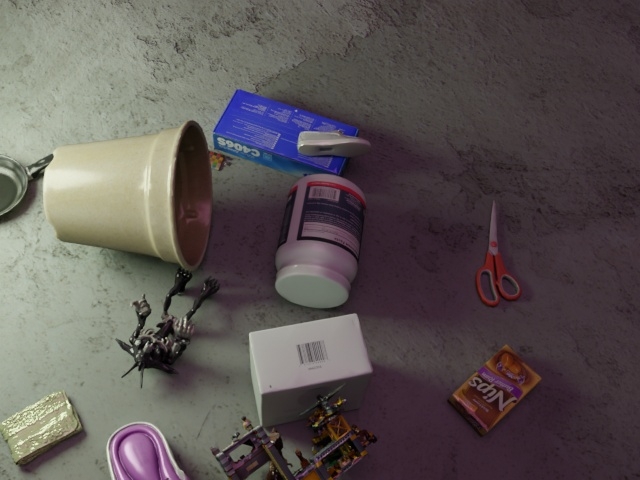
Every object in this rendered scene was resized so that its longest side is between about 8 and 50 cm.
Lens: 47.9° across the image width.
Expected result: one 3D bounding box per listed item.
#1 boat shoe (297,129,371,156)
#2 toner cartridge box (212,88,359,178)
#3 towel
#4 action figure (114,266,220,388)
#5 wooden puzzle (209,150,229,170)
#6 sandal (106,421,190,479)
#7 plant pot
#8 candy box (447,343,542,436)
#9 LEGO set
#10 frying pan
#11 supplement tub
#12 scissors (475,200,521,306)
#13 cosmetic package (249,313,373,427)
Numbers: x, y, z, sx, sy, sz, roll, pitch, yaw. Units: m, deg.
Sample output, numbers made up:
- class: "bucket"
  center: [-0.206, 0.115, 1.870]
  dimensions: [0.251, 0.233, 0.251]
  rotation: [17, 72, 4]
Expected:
- class: "boat shoe"
  center: [0.034, -0.250, 1.816]
  dimensions: [0.184, 0.066, 0.063]
  rotation: [-3, 61, 4]
- class: "toner cartridge box"
  center: [-0.090, -0.267, 1.891]
  dimensions: [0.348, 0.075, 0.165]
  rotation: [20, 62, 7]
- class: "towel"
  center: [-0.583, 0.386, 1.498]
  dimensions: [0.148, 0.027, 0.110]
  rotation: [-29, 65, -20]
- class: "action figure"
  center: [-0.341, 0.180, 1.575]
  dimensions: [0.164, 0.141, 0.275]
  rotation: [24, 58, 7]
- class: "wooden puzzle"
  center: [-0.280, -0.209, 1.880]
  dimensions: [0.083, 0.006, 0.049]
  rotation: [16, 60, 4]
- class: "sandal"
  center: [-0.305, 0.482, 1.345]
  dimensions: [0.169, 0.102, 0.416]
  rotation: [-29, 43, -25]
- class: "plant pot"
  center: [-0.429, -0.101, 1.612]
  dimensions: [0.306, 0.333, 0.333]
  rotation: [1, 60, 5]
- class: "candy box"
  center: [0.386, 0.332, 1.598]
  dimensions: [0.187, 0.053, 0.109]
  rotation: [-37, 70, -21]
- class: "LEGO set"
  center: [-0.077, 0.405, 1.401]
  dimensions: [0.331, 0.255, 0.192]
  rotation: [-33, 84, -13]
- class: "frying pan"
  center: [-0.777, -0.170, 1.790]
  dimensions: [0.197, 0.053, 0.326]
  rotation: [35, 61, 15]
- class: "supplement tub"
  center: [0.000, 0.000, 1.676]
  dimensions: [0.191, 0.191, 0.272]
  rotation: [10, 60, 1]
- class: "scissors"
  center: [0.422, 0.026, 1.795]
  dimensions: [0.109, 0.021, 0.297]
  rotation: [-4, 62, -5]
- class: "cosmetic package"
  center: [-0.027, 0.274, 1.496]
  dimensions: [0.224, 0.224, 0.138]
  rotation: [-9, 59, -10]
